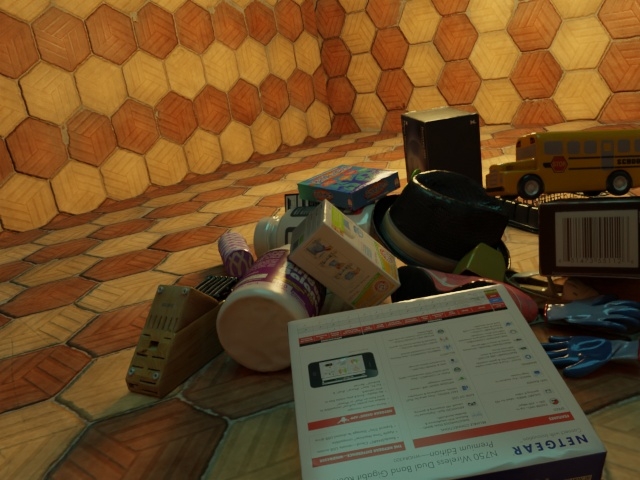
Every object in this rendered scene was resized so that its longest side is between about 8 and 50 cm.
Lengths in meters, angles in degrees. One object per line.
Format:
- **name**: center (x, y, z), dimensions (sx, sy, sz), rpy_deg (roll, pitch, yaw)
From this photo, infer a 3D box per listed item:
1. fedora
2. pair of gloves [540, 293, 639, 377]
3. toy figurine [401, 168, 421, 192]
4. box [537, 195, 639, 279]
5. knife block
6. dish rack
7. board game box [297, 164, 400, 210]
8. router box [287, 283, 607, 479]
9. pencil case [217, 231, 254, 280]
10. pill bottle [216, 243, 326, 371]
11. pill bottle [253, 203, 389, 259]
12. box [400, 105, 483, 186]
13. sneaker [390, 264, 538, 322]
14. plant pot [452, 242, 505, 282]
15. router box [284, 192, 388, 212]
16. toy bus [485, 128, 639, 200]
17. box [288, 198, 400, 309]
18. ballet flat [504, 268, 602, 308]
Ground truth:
- **fedora**: center (0.287, -0.050, 1.246), dimensions (0.335, 0.152, 0.334), rpy_deg (11, 38, -9)
- **pair of gloves**: center (0.436, 0.152, 0.913), dimensions (0.160, 0.023, 0.198), rpy_deg (-8, 28, 32)
- **toy figurine**: center (0.335, -0.117, 1.669), dimensions (0.159, 0.173, 0.130), rpy_deg (17, -8, 30)
- **box**: center (0.548, -0.017, 1.105), dimensions (0.191, 0.143, 0.381), rpy_deg (0, 7, 29)
- **knife block**: center (-0.235, 0.191, 1.129), dimensions (0.088, 0.242, 0.275), rpy_deg (1, 65, 32)
- **dish rack**: center (0.644, -0.101, 1.566), dimensions (0.272, 0.074, 0.208), rpy_deg (-14, 19, -18)
- **board game box**: center (0.068, -0.137, 1.407), dimensions (0.160, 0.047, 0.210), rpy_deg (-28, 27, -32)
- **router box**: center (0.133, 0.205, 0.742), dimensions (0.336, 0.082, 0.301), rpy_deg (-10, 34, 0)
- **pencil case**: center (-0.236, 0.039, 1.555), dimensions (0.087, 0.088, 0.206), rpy_deg (-6, 16, -12)
- **pill bottle**: center (-0.079, 0.113, 1.114), dimensions (0.170, 0.169, 0.301), rpy_deg (-6, 19, 12)
- **pill bottle**: center (0.000, 0.000, 1.408), dimensions (0.319, 0.176, 0.176), rpy_deg (-1, 20, 25)
- **box**: center (0.391, -0.272, 1.845), dimensions (0.183, 0.296, 0.294), rpy_deg (-10, 18, -4)
- **sneaker**: center (0.264, 0.119, 1.073), dimensions (0.136, 0.115, 0.314), rpy_deg (7, 2, -37)
- **plant pot**: center (0.319, 0.054, 1.121), dimensions (0.081, 0.081, 0.083), rpy_deg (28, 64, -1)
- **router box**: center (0.069, -0.088, 1.623), dimensions (0.243, 0.080, 0.309), rpy_deg (-3, -4, 22)
- **toy bus**: center (0.506, -0.150, 1.124), dimensions (0.333, 0.130, 0.108), rpy_deg (-3, 4, -4)
- **box**: center (0.049, 0.034, 1.115), dimensions (0.103, 0.203, 0.114), rpy_deg (-44, 19, 22)
- **ballet flat**: center (0.438, 0.098, 1.048), dimensions (0.232, 0.073, 0.080), rpy_deg (8, 23, 42)
